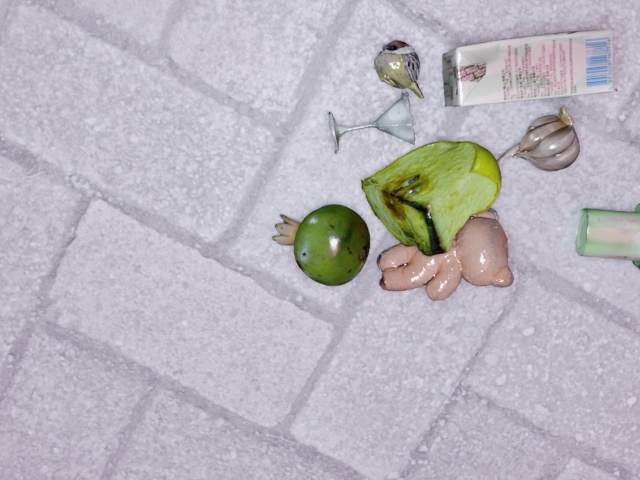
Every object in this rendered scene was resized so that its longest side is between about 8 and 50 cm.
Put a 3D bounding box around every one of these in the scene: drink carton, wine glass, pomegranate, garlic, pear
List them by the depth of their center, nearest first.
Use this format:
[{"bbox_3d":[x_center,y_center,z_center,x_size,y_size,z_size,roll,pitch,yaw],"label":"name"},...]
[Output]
[{"bbox_3d":[0.433,-0.360,1.520,0.324,0.194,0.132,-6,100,1],"label":"drink carton"},{"bbox_3d":[0.112,-0.250,1.582,0.182,0.122,0.122,-11,101,6],"label":"wine glass"},{"bbox_3d":[0.478,-0.200,1.584,0.194,0.131,0.127,-21,72,2],"label":"garlic"},{"bbox_3d":[0.257,-0.113,1.584,0.255,0.238,0.164,-40,126,-18],"label":"pear"},{"bbox_3d":[0.000,0.002,1.609,0.225,0.187,0.187,19,102,23],"label":"pomegranate"},{"bbox_3d":[0.660,-0.011,1.625,0.142,0.146,0.144,4,101,7],"label":"drink carton"}]

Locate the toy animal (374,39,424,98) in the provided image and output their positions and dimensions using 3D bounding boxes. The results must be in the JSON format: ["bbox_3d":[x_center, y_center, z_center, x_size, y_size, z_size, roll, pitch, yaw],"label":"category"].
[{"bbox_3d":[0.185,-0.376,1.568,0.137,0.098,0.098,29,100,-13],"label":"toy animal"}]

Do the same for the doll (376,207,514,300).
[{"bbox_3d":[0.285,0.051,1.643,0.303,0.156,0.201,-15,61,22],"label":"doll"}]
